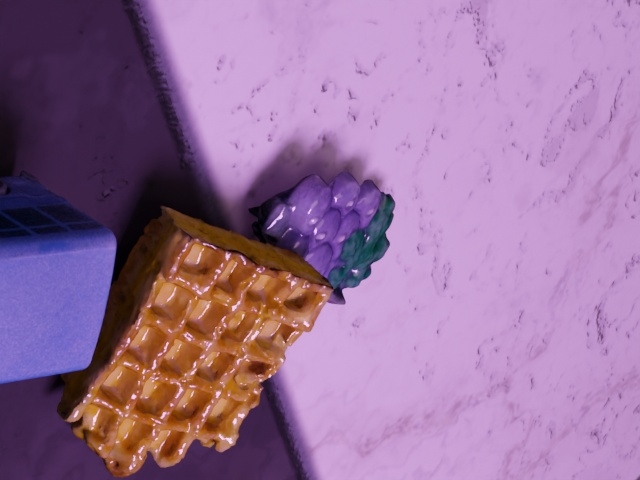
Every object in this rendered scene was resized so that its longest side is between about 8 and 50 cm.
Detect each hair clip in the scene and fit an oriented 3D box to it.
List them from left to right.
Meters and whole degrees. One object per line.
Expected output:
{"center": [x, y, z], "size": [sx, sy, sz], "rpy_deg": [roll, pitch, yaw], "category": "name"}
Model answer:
{"center": [-0.001, -0.002, 1.557], "size": [0.124, 0.052, 0.195], "rpy_deg": [-55, 152, 9], "category": "hair clip"}

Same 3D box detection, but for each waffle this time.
{"center": [-0.104, 0.090, 1.455], "size": [0.160, 0.055, 0.211], "rpy_deg": [19, 108, -41], "category": "waffle"}

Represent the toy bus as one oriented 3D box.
{"center": [-0.254, 0.030, 1.206], "size": [0.234, 0.133, 0.116], "rpy_deg": [-7, 120, -47], "category": "toy bus"}
